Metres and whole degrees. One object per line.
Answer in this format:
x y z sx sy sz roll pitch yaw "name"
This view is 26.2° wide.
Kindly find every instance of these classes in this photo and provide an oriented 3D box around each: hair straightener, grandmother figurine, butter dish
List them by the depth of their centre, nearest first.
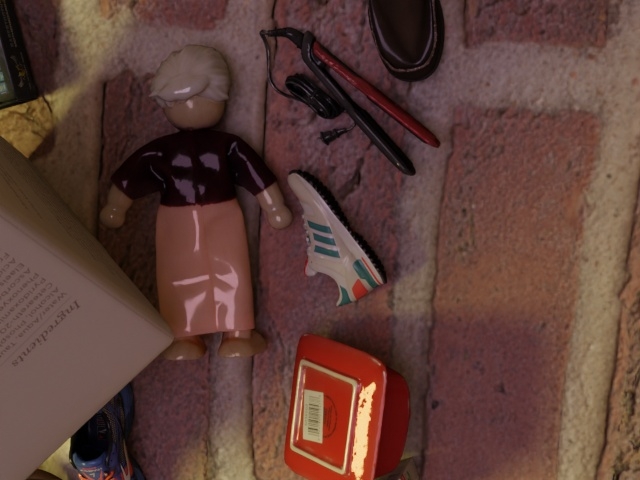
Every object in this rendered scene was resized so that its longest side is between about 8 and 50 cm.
0.016 -0.145 1.487 0.230 0.047 0.089 40 105 5 "hair straightener"
0.047 0.189 1.503 0.160 0.118 0.160 15 101 51 "butter dish"
-0.139 -0.044 1.520 0.208 0.104 0.342 -3 96 -13 "grandmother figurine"

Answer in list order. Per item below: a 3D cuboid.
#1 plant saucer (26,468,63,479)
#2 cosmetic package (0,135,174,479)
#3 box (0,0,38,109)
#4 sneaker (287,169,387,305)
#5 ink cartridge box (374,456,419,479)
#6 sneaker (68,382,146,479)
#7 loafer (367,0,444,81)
-0.334 0.343 1.592 0.029 0.168 0.168 -32 91 50 "plant saucer"
-0.422 0.040 1.359 0.327 0.393 0.329 -44 59 -1 "cosmetic package"
-0.442 -0.249 1.572 0.183 0.059 0.232 -12 95 17 "box"
0.000 0.000 1.508 0.075 0.057 0.161 -37 92 10 "sneaker"
0.067 0.274 1.506 0.063 0.115 0.029 -19 95 16 "ink cartridge box"
-0.256 0.262 1.596 0.083 0.087 0.221 -8 97 15 "sneaker"
0.076 -0.273 1.436 0.080 0.078 0.220 -9 97 15 "loafer"
